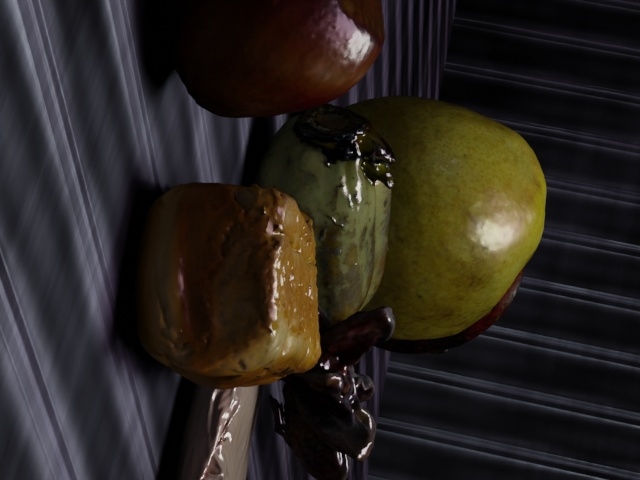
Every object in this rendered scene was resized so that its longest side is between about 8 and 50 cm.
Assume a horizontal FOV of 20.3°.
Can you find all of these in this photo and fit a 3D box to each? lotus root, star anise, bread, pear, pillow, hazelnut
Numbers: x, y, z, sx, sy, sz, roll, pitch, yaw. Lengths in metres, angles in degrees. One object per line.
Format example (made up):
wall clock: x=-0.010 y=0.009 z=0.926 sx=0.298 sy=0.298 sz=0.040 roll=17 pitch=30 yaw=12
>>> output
lotus root: x=0.000 y=0.000 z=1.926 sx=0.173 sy=0.173 sz=0.309 roll=-70 pitch=163 yaw=-57
star anise: x=-0.008 y=0.119 z=1.796 sx=0.283 sy=0.129 sz=0.212 roll=45 pitch=-28 yaw=41
bread: x=-0.073 y=0.044 z=1.511 sx=0.294 sy=0.132 sz=0.166 roll=36 pitch=61 yaw=-80
pear: x=0.104 y=-0.039 z=2.135 sx=0.304 sy=0.304 sz=0.303 roll=8 pitch=90 yaw=-82
pillow: x=-0.101 y=0.206 z=1.713 sx=0.173 sy=0.067 sz=0.270 roll=96 pitch=5 yaw=-62
hazelnut: x=-0.042 y=-0.178 z=1.426 sx=0.204 sy=0.178 sz=0.178 roll=-124 pitch=-149 yaw=-53

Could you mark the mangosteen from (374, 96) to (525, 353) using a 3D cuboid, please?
mangosteen: x=0.133 y=0.004 z=2.413 sx=0.311 sy=0.311 sz=0.311 roll=8 pitch=90 yaw=-82
